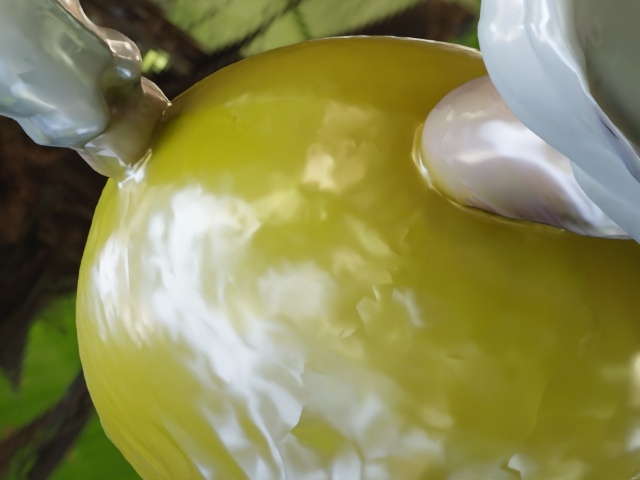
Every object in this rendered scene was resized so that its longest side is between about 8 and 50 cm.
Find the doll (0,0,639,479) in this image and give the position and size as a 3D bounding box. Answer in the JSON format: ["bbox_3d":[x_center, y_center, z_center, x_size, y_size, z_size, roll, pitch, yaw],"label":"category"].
[{"bbox_3d":[0.033,0.006,0.616,0.348,0.423,0.161,53,-128,-45],"label":"doll"}]
